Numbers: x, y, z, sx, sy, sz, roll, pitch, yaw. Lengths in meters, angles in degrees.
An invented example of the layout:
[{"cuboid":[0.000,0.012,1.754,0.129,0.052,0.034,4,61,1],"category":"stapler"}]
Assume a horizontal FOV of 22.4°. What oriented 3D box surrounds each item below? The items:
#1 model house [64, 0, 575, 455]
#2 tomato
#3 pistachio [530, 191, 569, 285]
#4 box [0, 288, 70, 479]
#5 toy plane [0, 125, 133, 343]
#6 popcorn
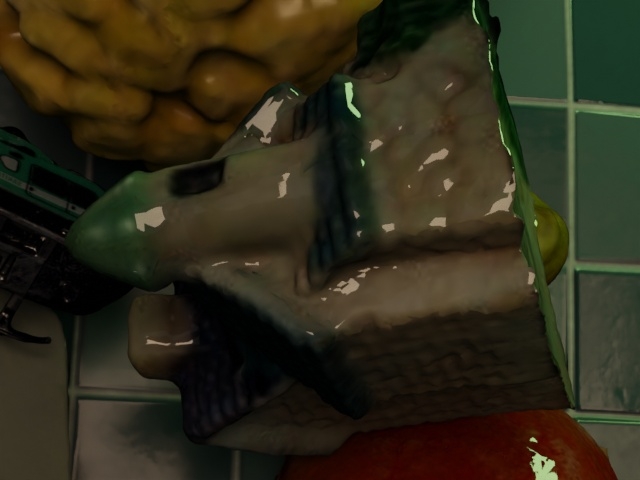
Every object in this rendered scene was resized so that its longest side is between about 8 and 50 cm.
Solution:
[{"cuboid":[0.001,0.002,1.000,0.284,0.298,0.243,-15,62,7],"category":"model house"},{"cuboid":[0.099,0.222,1.097,0.309,0.170,0.309,1,75,-5],"category":"tomato"},{"cuboid":[0.102,0.017,1.192,0.189,0.110,0.100,-26,110,-13],"category":"pistachio"},{"cuboid":[-0.336,0.192,1.027,0.373,0.090,0.367,10,63,-31],"category":"box"},{"cuboid":[-0.258,-0.047,1.109,0.381,0.106,0.155,25,33,-14],"category":"toy plane"},{"cuboid":[-0.064,-0.242,1.125,0.390,0.354,0.344,-31,90,-17],"category":"popcorn"}]
